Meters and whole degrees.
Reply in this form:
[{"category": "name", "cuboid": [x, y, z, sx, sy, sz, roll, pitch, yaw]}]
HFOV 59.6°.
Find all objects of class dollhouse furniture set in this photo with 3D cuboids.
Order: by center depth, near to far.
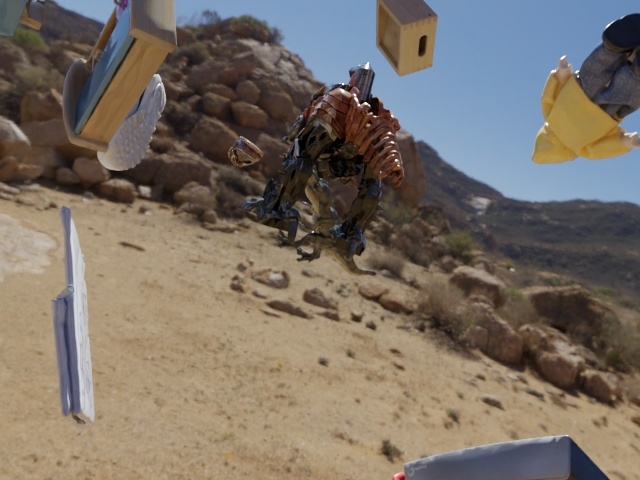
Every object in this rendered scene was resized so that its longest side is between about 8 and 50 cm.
[{"category": "dollhouse furniture set", "cuboid": [-0.339, -0.284, 0.597, 0.303, 0.287, 0.198, 15, -37, -38]}]

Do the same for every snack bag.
[{"category": "snack bag", "cuboid": [-0.427, 0.145, 0.968, 0.037, 0.343, 0.323, -5, -19, -20]}]

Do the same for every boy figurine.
[{"category": "boy figurine", "cuboid": [0.419, -0.197, 0.862, 0.177, 0.092, 0.285, 50, -18, 18]}]

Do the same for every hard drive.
[{"category": "hard drive", "cuboid": [0.250, 0.341, 0.743, 0.254, 0.054, 0.172, -30, -67, 39]}]

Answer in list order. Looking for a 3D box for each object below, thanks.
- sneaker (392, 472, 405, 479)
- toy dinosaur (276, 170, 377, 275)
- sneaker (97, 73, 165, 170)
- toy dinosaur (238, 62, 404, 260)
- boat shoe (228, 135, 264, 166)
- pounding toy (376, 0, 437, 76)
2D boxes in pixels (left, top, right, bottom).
[{"category": "sneaker", "cuboid": [0.221, 0.527, 1.128, 0.107, 0.119, 0.279, 9, -16, -27]}, {"category": "toy dinosaur", "cuboid": [0.000, 0.000, 0.960, 0.118, 0.064, 0.268, -15, -45, 17]}, {"category": "sneaker", "cuboid": [-0.359, -0.215, 1.014, 0.094, 0.235, 0.090, 7, -41, 4]}, {"category": "toy dinosaur", "cuboid": [0.016, -0.106, 0.655, 0.164, 0.219, 0.322, 23, 10, 2]}, {"category": "boat shoe", "cuboid": [-0.196, -0.221, 1.434, 0.073, 0.073, 0.207, 40, 0, -15]}, {"category": "pounding toy", "cuboid": [0.170, -0.395, 1.071, 0.100, 0.130, 0.141, -19, -35, -9]}]
